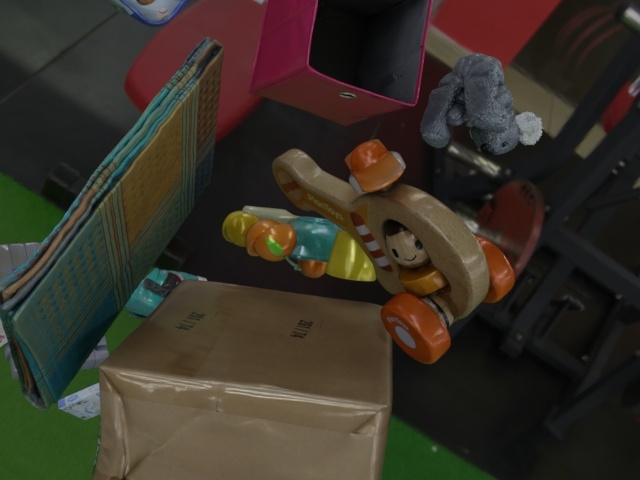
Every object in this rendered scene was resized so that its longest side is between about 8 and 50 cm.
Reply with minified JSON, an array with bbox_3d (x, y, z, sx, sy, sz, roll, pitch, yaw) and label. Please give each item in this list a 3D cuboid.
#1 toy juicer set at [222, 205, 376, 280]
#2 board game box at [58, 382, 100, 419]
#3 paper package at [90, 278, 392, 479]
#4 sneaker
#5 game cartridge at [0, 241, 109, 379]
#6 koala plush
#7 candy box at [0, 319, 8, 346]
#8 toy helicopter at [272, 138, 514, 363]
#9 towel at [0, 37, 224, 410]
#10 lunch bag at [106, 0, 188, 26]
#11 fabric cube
[{"bbox_3d":[-0.044,0.007,1.123,0.209,0.090,0.329,7,7,-9],"label":"toy juicer set"},{"bbox_3d":[-0.435,0.308,1.437,0.090,0.090,0.020,56,13,-58],"label":"board game box"},{"bbox_3d":[-0.073,0.180,0.888,0.309,0.168,0.325,8,15,3],"label":"paper package"},{"bbox_3d":[-0.328,0.158,1.594,0.178,0.124,0.296,18,28,-22],"label":"sneaker"},{"bbox_3d":[-0.669,0.161,1.851,0.230,0.068,0.355,-6,58,-27],"label":"game cartridge"},{"bbox_3d":[0.358,-0.264,1.606,0.221,0.196,0.203,33,61,-36],"label":"koala plush"},{"bbox_3d":[-0.771,0.169,1.633,0.071,0.159,0.233,57,1,30],"label":"candy box"},{"bbox_3d":[0.050,-0.035,0.878,0.140,0.235,0.355,-39,44,-18],"label":"toy helicopter"},{"bbox_3d":[-0.212,-0.015,0.812,0.040,0.271,0.370,26,57,3],"label":"towel"},{"bbox_3d":[-0.284,-0.489,1.103,0.303,0.243,0.115,42,-2,-43],"label":"lunch bag"},{"bbox_3d":[0.037,-0.399,1.515,0.254,0.258,0.259,13,82,-29],"label":"fabric cube"}]
